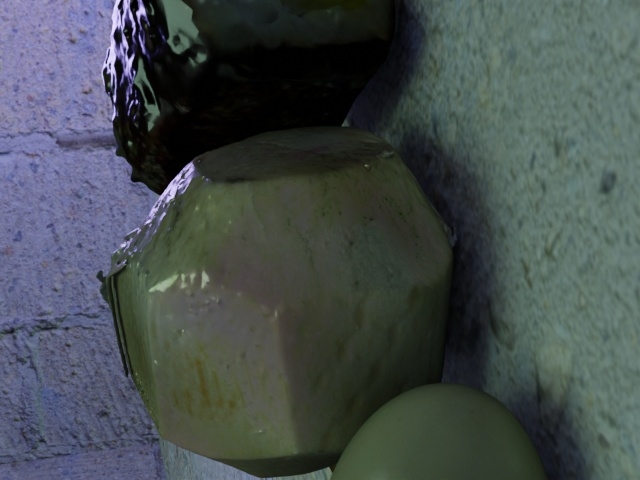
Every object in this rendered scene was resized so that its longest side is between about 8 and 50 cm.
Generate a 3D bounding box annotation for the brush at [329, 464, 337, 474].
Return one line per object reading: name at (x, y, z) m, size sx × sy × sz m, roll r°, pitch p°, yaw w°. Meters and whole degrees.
brush at (0.018, 0.319, 1.376) m, size 0.170 × 0.014 × 0.043 m, roll -139°, pitch 48°, yaw -69°

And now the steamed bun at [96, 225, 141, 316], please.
steamed bun at (-0.188, 0.089, 1.681) m, size 0.272 × 0.273 × 0.290 m, roll 33°, pitch 147°, yaw 14°

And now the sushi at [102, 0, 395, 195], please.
sushi at (-0.084, -0.225, 1.066) m, size 0.294 × 0.281 × 0.299 m, roll 119°, pitch 153°, yaw -54°

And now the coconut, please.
coconut at (-0.035, 0.066, 0.949) m, size 0.352 × 0.353 × 0.352 m, roll 175°, pitch 90°, yaw -74°

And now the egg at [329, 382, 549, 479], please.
egg at (0.091, 0.228, 0.773) m, size 0.186 × 0.186 × 0.241 m, roll -141°, pitch 52°, yaw -68°
